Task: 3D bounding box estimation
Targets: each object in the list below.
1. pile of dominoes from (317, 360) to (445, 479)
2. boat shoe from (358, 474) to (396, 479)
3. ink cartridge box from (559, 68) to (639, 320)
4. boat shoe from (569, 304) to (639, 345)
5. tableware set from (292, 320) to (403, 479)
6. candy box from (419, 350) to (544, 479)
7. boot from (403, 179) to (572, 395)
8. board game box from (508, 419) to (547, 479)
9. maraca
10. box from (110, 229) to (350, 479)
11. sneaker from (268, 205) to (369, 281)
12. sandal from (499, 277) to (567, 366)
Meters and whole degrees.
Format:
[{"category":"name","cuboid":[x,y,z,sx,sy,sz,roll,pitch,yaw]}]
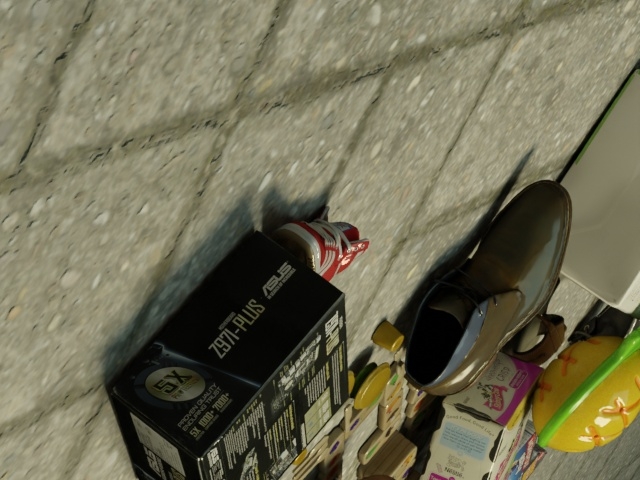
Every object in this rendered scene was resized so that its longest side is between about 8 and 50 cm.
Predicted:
[{"category":"pile of dominoes","cuboid":[0.073,0.187,1.849,0.196,0.040,0.251,-47,161,-21]},{"category":"boat shoe","cuboid":[0.009,0.339,1.838,0.116,0.123,0.324,-52,174,-46]},{"category":"ink cartridge box","cuboid":[0.339,-0.031,1.993,0.207,0.119,0.353,-57,162,5]},{"category":"boat shoe","cuboid":[0.333,0.139,2.379,0.076,0.080,0.228,10,126,-30]},{"category":"tableware set","cuboid":[0.015,0.129,1.629,0.154,0.024,0.104,-45,157,-23]},{"category":"candy box","cuboid":[0.148,0.244,1.987,0.159,0.071,0.233,-42,150,-62]},{"category":"boot","cuboid":[0.146,0.046,1.698,0.219,0.082,0.106,-61,164,11]},{"category":"board game box","cuboid":[0.196,0.279,2.295,0.194,0.060,0.194,-47,161,-26]},{"category":"maraca","cuboid":[0.282,0.139,1.947,0.185,0.099,0.127,-50,168,18]},{"category":"box","cuboid":[-0.055,0.102,1.303,0.147,0.077,0.180,-48,161,-18]},{"category":"sneaker","cuboid":[0.000,0.000,1.316,0.067,0.042,0.118,-45,168,-16]},{"category":"sandal","cuboid":[0.221,0.109,2.047,0.090,0.060,0.219,-43,159,-33]}]
